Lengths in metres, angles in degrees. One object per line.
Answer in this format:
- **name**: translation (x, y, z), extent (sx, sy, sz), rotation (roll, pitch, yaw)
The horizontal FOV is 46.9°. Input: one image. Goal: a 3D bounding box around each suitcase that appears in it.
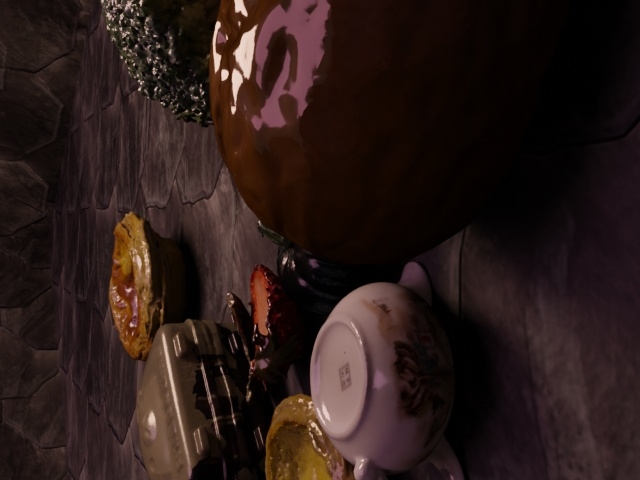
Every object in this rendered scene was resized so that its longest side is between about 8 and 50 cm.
- **suitcase**: translation (-0.225, 0.354, 1.306), extent (0.339, 0.194, 0.351), rotation (116, 145, -41)

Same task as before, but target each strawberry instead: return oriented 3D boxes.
- **strawberry**: translation (-0.066, 0.112, 1.142), extent (0.167, 0.087, 0.208), rotation (103, 167, -47)

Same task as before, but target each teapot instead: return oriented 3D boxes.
- **teapot**: translation (0.077, 0.160, 0.808), extent (0.204, 0.140, 0.297), rotation (-34, 55, 55)

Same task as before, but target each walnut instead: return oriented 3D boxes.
- **walnut**: translation (0.056, -0.166, 0.696), extent (0.354, 0.308, 0.397), rotation (-67, -6, -65)

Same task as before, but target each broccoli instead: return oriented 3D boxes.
- **broccoli**: translation (-0.210, -0.368, 1.281), extent (0.347, 0.281, 0.293), rotation (54, 165, -12)

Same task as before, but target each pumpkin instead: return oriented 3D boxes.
- **pumpkin**: translation (0.013, 0.002, 0.942), extent (0.194, 0.150, 0.194), rotation (39, 140, 42)

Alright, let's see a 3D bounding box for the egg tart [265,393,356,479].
- **egg tart**: translation (0.007, 0.335, 0.975), extent (0.279, 0.095, 0.278), rotation (13, 105, 63)

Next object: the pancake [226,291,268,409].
- **pancake**: translation (-0.120, 0.177, 1.207), extent (0.184, 0.020, 0.190), rotation (-80, -29, -76)

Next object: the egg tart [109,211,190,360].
- **egg tart**: translation (-0.391, 0.104, 1.698), extent (0.352, 0.150, 0.351), rotation (15, 107, 62)
